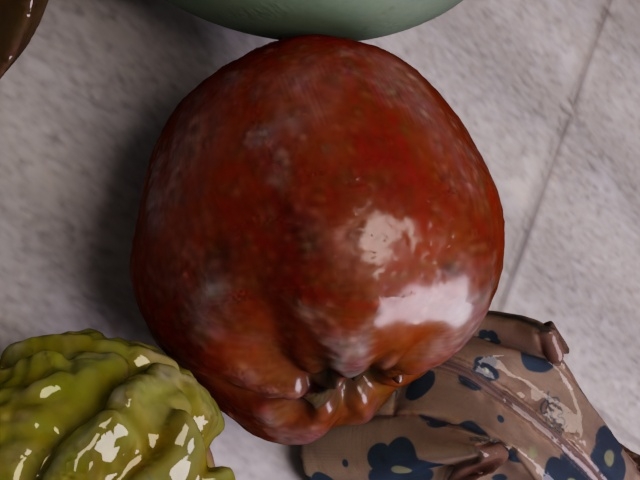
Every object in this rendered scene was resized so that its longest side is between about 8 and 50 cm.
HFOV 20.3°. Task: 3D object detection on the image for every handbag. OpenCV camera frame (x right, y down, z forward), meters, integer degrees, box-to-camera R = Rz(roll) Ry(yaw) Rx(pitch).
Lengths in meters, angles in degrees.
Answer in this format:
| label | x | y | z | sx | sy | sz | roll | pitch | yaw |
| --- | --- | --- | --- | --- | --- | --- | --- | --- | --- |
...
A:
| label | x | y | z | sx | sy | sz | roll | pitch | yaw |
| --- | --- | --- | --- | --- | --- | --- | --- | --- | --- |
| handbag | 0.133 | 0.171 | 1.394 | 0.251 | 0.193 | 0.190 | 49 | 53 | -29 |

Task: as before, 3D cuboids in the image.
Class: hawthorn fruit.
| label | x | y | z | sx | sy | sz | roll | pitch | yaw |
| --- | --- | --- | --- | --- | --- | --- | --- | --- | --- |
| hawthorn fruit | 0.000 | 0.000 | 1.240 | 0.284 | 0.284 | 0.284 | 4 | 84 | -41 |

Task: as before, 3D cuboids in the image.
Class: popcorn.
| label | x | y | z | sx | sy | sz | roll | pitch | yaw |
| --- | --- | --- | --- | --- | --- | --- | --- | --- | --- |
| popcorn | -0.148 | 0.178 | 1.142 | 0.259 | 0.212 | 0.259 | 4 | 82 | -34 |

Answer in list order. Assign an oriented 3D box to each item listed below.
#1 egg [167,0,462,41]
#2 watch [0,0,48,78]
| label | x | y | z | sx | sy | sz | roll | pitch | yaw |
| --- | --- | --- | --- | --- | --- | --- | --- | --- | --- |
| egg | -0.013 | -0.277 | 1.246 | 0.389 | 0.276 | 0.276 | 6 | 83 | -45 |
| watch | -0.322 | -0.173 | 0.921 | 0.335 | 0.314 | 0.327 | 62 | 28 | -2 |
